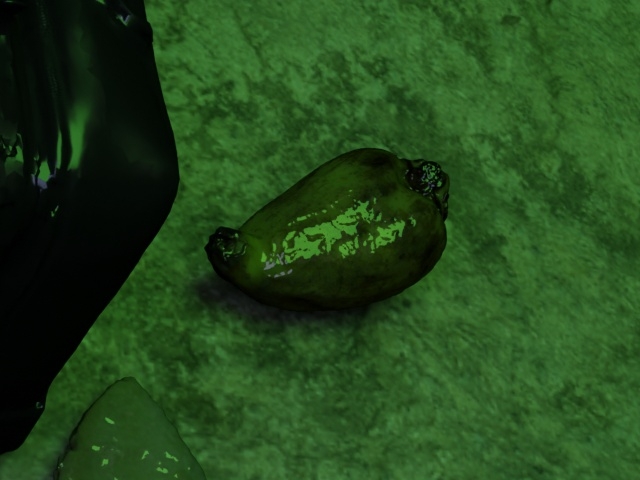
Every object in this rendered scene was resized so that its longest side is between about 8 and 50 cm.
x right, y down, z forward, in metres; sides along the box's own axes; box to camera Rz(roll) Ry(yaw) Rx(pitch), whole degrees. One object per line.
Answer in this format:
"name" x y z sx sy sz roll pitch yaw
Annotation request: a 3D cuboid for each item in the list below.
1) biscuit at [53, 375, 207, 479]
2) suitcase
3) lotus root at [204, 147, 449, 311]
"biscuit" -0.083 0.199 0.963 0.133 0.032 0.250 -25 73 -47
"suitcase" -0.217 -0.082 0.891 0.188 0.339 0.345 5 55 -33
"lotus root" 0.000 0.000 1.132 0.190 0.094 0.108 -21 48 -31
